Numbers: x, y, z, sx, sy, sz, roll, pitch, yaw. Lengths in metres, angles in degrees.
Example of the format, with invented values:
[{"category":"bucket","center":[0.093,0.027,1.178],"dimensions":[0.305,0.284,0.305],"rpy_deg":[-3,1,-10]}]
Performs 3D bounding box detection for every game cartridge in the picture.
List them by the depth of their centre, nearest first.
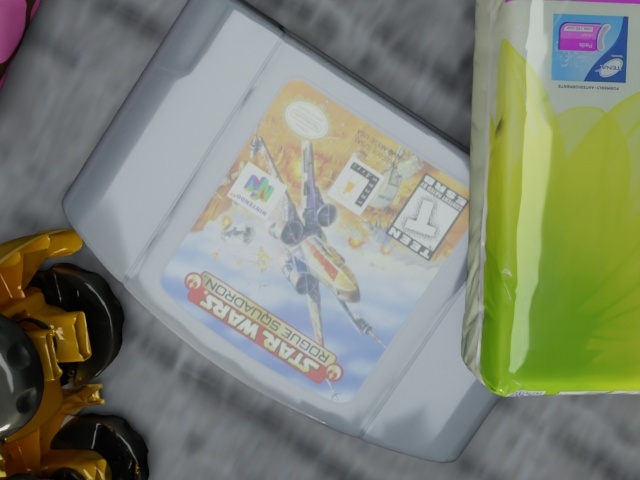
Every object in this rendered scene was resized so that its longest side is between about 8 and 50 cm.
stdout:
[{"category":"game cartridge","center":[0.000,0.000,1.085],"dimensions":[0.297,0.062,0.198],"rpy_deg":[33,95,-1]}]

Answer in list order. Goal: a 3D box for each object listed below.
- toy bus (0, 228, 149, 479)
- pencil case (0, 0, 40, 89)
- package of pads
[{"category":"toy bus","center":[-0.233,0.116,1.081],"dimensions":[0.212,0.149,0.220],"rpy_deg":[-7,101,18]},{"category":"pencil case","center":[-0.205,-0.172,1.049],"dimensions":[0.095,0.098,0.209],"rpy_deg":[24,100,0]},{"category":"package of pads","center":[0.205,-0.058,1.006],"dimensions":[0.229,0.101,0.296],"rpy_deg":[2,93,-10]}]
